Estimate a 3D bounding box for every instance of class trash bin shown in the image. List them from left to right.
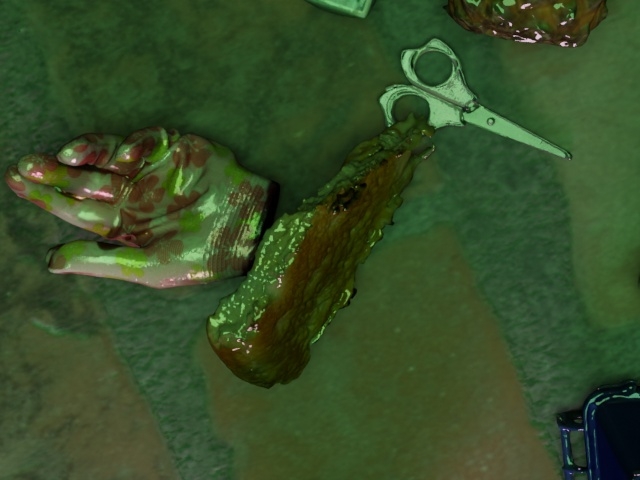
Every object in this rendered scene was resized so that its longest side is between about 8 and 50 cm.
[{"bbox_3d":[0.315,0.224,1.683,0.184,0.234,0.162,-6,100,4],"label":"trash bin"}]

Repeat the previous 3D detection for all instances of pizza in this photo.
[{"bbox_3d":[0.000,0.000,1.699,0.071,0.189,0.297,38,93,24],"label":"pizza"}]

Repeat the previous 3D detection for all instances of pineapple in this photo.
[{"bbox_3d":[0.195,-0.353,1.628,0.175,0.175,0.361,9,97,2],"label":"pineapple"}]

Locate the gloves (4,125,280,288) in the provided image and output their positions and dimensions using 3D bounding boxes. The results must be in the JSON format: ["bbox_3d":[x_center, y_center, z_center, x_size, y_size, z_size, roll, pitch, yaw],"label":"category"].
[{"bbox_3d":[-0.168,-0.037,1.730,0.241,0.126,0.145,17,113,5],"label":"gloves"}]

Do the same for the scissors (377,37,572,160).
[{"bbox_3d":[0.150,-0.115,1.746,0.189,0.015,0.100,25,103,-2],"label":"scissors"}]

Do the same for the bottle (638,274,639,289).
[{"bbox_3d":[0.415,0.080,1.718,0.245,0.104,0.104,39,100,-4],"label":"bottle"}]

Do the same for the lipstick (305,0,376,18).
[{"bbox_3d":[0.055,-0.342,1.680,0.077,0.076,0.289,18,103,-1],"label":"lipstick"}]
